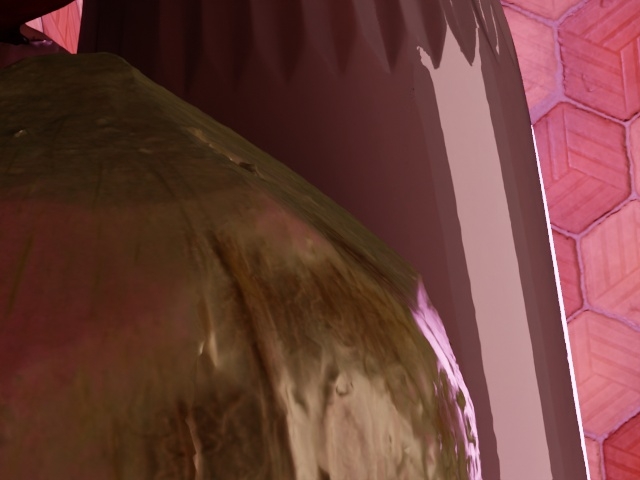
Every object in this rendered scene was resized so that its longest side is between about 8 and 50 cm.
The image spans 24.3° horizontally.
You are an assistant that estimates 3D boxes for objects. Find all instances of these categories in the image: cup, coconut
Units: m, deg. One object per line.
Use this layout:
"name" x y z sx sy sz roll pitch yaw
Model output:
"cup" 0.000 0.000 0.787 0.253 0.253 0.371 -80 163 -87
"coconut" -0.082 0.086 0.525 0.328 0.281 0.328 20 63 -46

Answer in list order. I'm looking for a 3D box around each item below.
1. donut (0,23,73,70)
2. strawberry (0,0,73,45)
"donut" -0.173 -0.037 0.823 0.175 0.068 0.174 26 59 -53
"strawberry" -0.159 -0.226 0.642 0.220 0.274 0.274 21 53 -46
